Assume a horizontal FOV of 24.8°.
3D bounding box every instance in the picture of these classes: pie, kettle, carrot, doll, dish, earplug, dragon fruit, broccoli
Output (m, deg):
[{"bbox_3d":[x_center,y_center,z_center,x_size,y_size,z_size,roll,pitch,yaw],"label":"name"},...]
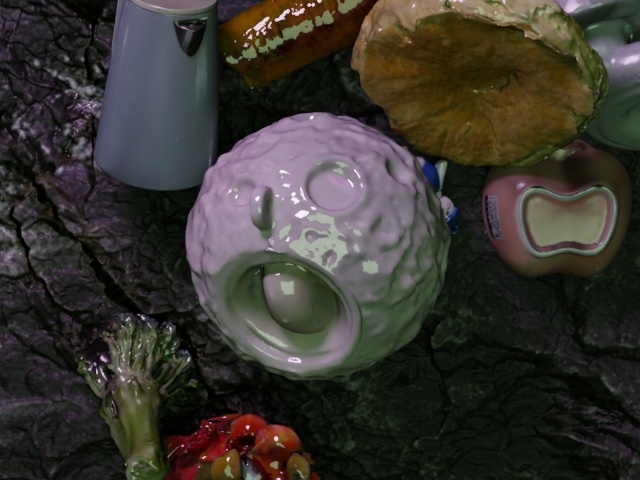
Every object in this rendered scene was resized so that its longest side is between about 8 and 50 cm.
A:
[{"bbox_3d":[0.195,-0.205,1.827,0.339,0.339,0.083,22,61,-5],"label":"pie"},{"bbox_3d":[-0.209,-0.219,1.863,0.160,0.210,0.243,-6,123,-26],"label":"kettle"},{"bbox_3d":[0.003,-0.293,1.890,0.302,0.114,0.114,-27,101,7],"label":"carrot"},{"bbox_3d":[0.142,-0.063,1.971,0.099,0.057,0.143,-37,105,7],"label":"doll"},{"bbox_3d":[0.324,-0.036,1.959,0.213,0.090,0.213,0,102,0],"label":"dish"},{"bbox_3d":[0.393,-0.242,1.882,0.325,0.175,0.214,43,137,-13],"label":"earplug"},{"bbox_3d":[-0.116,0.330,1.951,0.227,0.243,0.307,17,117,-16],"label":"dragon fruit"},{"bbox_3d":[-0.232,0.224,1.901,0.145,0.304,0.165,-24,118,4],"label":"broccoli"}]

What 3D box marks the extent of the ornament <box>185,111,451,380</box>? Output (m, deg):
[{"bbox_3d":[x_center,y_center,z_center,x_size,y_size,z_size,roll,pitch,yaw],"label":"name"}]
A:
[{"bbox_3d":[0.000,0.000,1.849,0.337,0.337,0.337,0,102,-1],"label":"ornament"}]
